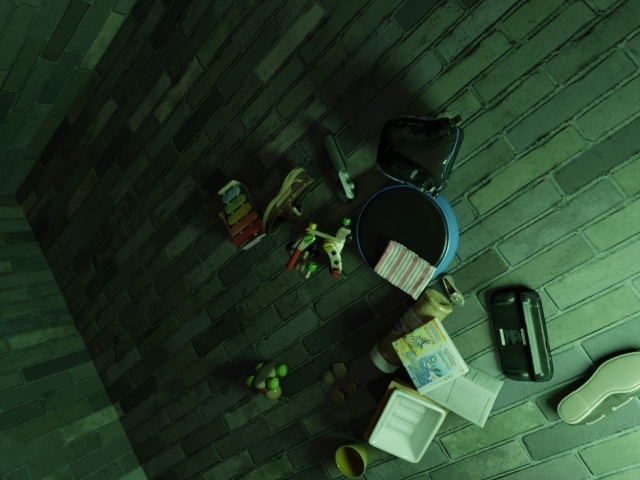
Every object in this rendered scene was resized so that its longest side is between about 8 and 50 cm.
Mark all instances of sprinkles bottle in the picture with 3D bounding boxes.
[{"bbox_3d":[0.333,0.338,1.721,0.121,0.121,0.355,45,115,19],"label":"sprinkles bottle"}]

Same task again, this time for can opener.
[{"bbox_3d":[0.069,-0.285,1.835,0.093,0.074,0.280,-21,84,32],"label":"can opener"}]

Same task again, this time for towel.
[{"bbox_3d":[0.302,0.106,1.677,0.197,0.029,0.144,35,113,23],"label":"towel"}]

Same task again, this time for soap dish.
[{"bbox_3d":[0.318,0.665,1.728,0.229,0.118,0.290,22,112,4],"label":"soap dish"}]

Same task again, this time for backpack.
[{"bbox_3d":[0.336,-0.309,1.595,0.264,0.213,0.276,21,100,19],"label":"backpack"}]

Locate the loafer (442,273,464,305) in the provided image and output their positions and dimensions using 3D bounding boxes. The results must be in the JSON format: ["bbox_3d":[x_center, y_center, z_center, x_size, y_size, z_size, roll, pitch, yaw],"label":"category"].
[{"bbox_3d":[0.473,0.182,1.665,0.045,0.039,0.125,-31,79,29],"label":"loafer"}]

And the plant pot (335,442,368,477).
[{"bbox_3d":[0.144,0.892,1.912,0.134,0.095,0.134,4,98,31],"label":"plant pot"}]

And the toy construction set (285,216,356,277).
[{"bbox_3d":[0.000,0.000,1.794,0.258,0.309,0.237,32,106,16],"label":"toy construction set"}]

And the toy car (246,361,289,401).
[{"bbox_3d":[-0.216,0.665,2.110,0.155,0.149,0.188,-6,121,35],"label":"toy car"}]

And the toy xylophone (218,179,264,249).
[{"bbox_3d":[-0.370,-0.100,2.112,0.236,0.081,0.322,-42,71,28],"label":"toy xylophone"}]

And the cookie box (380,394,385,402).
[{"bbox_3d":[0.302,0.623,1.818,0.092,0.040,0.107,40,113,19],"label":"cookie box"}]

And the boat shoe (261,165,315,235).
[{"bbox_3d":[-0.132,-0.142,1.951,0.123,0.123,0.341,40,111,18],"label":"boat shoe"}]

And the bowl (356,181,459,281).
[{"bbox_3d":[0.309,-0.025,1.719,0.392,0.077,0.390,4,97,30],"label":"bowl"}]

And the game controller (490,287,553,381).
[{"bbox_3d":[0.674,0.320,1.558,0.167,0.067,0.318,-10,90,46],"label":"game controller"}]

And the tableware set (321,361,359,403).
[{"bbox_3d":[0.080,0.606,1.963,0.141,0.020,0.168,-38,75,27],"label":"tableware set"}]

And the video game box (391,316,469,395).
[{"bbox_3d":[0.375,0.400,1.595,0.187,0.048,0.205,-35,71,19],"label":"video game box"}]

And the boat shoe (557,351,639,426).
[{"bbox_3d":[0.890,0.461,1.429,0.335,0.096,0.112,-48,36,22],"label":"boat shoe"}]

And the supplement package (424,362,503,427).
[{"bbox_3d":[0.492,0.516,1.635,0.244,0.134,0.138,25,106,27],"label":"supplement package"}]
